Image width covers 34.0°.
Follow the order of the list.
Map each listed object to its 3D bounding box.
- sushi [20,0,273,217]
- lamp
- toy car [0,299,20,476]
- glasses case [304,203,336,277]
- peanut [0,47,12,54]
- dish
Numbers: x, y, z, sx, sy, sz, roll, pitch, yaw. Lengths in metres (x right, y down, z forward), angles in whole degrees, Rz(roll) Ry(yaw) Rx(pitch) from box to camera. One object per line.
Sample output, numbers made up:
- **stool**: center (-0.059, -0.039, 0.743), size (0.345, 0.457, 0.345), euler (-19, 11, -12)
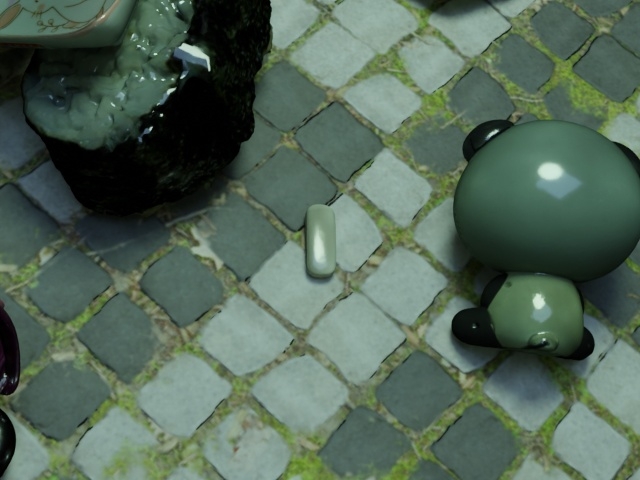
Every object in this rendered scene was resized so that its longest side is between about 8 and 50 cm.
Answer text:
- **sushi**: center (-0.165, -0.200, 1.093), size (0.211, 0.171, 0.350), euler (3, 64, 21)
- **lamp**: center (0.231, -0.003, 1.081), size (0.198, 0.198, 0.243), euler (10, 86, -6)
- **toy car**: center (-0.415, 0.155, 0.848), size (0.240, 0.271, 0.340), euler (12, 62, 16)
- **glasses case**: center (0.000, 0.000, 1.113), size (0.032, 0.021, 0.083), euler (2, 64, -9)
- **peanut**: center (-0.328, -0.310, 1.143), size (0.147, 0.147, 0.319), euler (38, 66, 9)
- **dish**: center (-0.255, -0.244, 1.004), size (0.212, 0.077, 0.151), euler (6, 69, 24)
